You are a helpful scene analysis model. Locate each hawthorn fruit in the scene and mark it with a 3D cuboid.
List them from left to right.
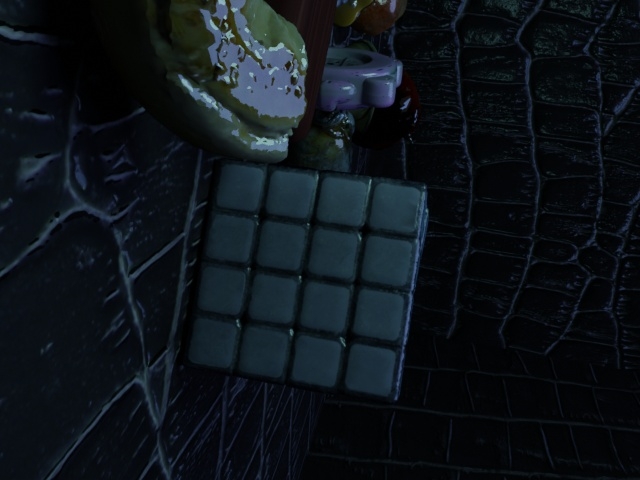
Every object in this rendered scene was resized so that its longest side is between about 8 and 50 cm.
[{"bbox_3d":[0.172,-0.431,1.931,0.316,0.315,0.316,9,90,-81],"label":"hawthorn fruit"}]

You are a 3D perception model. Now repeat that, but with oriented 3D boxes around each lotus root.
[{"bbox_3d":[-0.007,-0.192,1.414,0.350,0.175,0.175,94,9,-53],"label":"lotus root"}]

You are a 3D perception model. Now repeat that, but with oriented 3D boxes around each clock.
[{"bbox_3d":[0.030,-0.318,1.197,0.227,0.247,0.090,-67,161,-58],"label":"clock"}]

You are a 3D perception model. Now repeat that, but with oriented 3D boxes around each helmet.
[{"bbox_3d":[0.053,-0.408,1.642,0.204,0.137,0.258,56,-32,38],"label":"helmet"}]

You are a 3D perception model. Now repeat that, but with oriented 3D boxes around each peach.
[{"bbox_3d":[0.147,-0.734,1.818,0.232,0.232,0.233,9,90,-81],"label":"peach"}]

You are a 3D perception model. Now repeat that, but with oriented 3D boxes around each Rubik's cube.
[{"bbox_3d":[-0.003,0.072,1.062,0.337,0.343,0.345,32,67,-80],"label":"Rubik's cube"}]

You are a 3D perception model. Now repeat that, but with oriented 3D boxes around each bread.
[{"bbox_3d":[-0.121,-0.212,0.564,0.192,0.171,0.314,-29,123,-42],"label":"bread"}]

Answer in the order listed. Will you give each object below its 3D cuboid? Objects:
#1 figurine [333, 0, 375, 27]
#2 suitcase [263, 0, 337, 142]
[{"bbox_3d":[0.005,-0.525,1.144,0.208,0.181,0.257,-42,176,11],"label":"figurine"},{"bbox_3d":[-0.075,-0.298,0.809,0.236,0.161,0.297,69,31,-74],"label":"suitcase"}]
